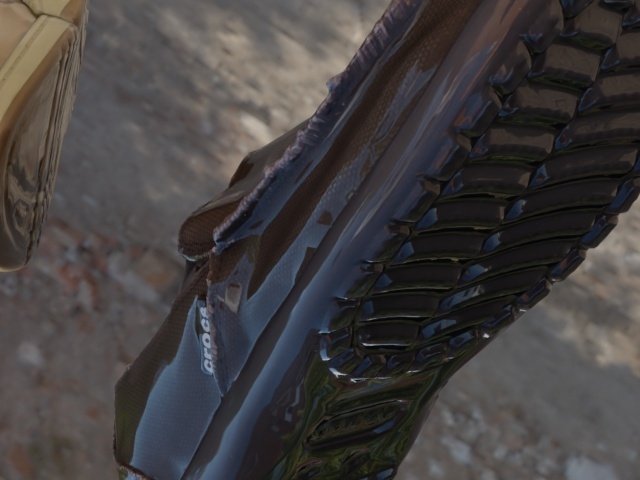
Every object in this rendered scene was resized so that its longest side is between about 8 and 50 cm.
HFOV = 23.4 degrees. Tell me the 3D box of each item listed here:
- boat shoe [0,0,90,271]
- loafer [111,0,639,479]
[{"bbox_3d":[-0.167,-0.072,0.722,0.098,0.109,0.302,10,-158,-9],"label":"boat shoe"},{"bbox_3d":[0.000,0.000,0.599,0.134,0.366,0.130,-2,-133,-44],"label":"loafer"}]
